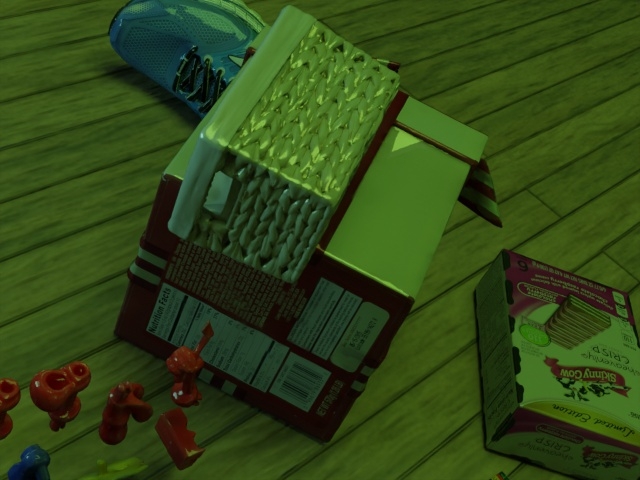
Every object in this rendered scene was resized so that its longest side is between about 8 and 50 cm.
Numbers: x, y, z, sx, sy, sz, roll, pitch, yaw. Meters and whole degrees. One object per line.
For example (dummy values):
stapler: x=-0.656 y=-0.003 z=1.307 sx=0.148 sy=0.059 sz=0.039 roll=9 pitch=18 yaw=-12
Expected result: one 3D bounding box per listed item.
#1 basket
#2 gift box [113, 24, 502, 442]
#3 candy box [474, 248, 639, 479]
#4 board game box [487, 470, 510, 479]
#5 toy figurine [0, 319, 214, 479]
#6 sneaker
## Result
basket: x=-0.022 y=-0.068 z=0.821 sx=0.103 sy=0.113 sz=0.167 roll=27 pitch=49 yaw=0
gift box: x=0.000 y=0.000 z=1.018 sx=0.276 sy=0.255 sz=0.258 roll=30 pitch=46 yaw=-3
candy box: x=0.246 y=0.126 z=1.153 sx=0.159 sy=0.071 sz=0.233 roll=19 pitch=38 yaw=-12
board game box: x=0.195 y=0.316 z=0.933 sx=0.136 sy=0.030 sz=0.259 roll=-18 pitch=56 yaw=-46
toy figurine: x=-0.174 y=0.221 z=0.699 sx=0.363 sy=0.191 sz=0.217 roll=-14 pitch=58 yaw=-40
sneaker: x=-0.084 y=-0.165 z=1.249 sx=0.330 sy=0.129 sz=0.147 roll=27 pitch=34 yaw=-1
